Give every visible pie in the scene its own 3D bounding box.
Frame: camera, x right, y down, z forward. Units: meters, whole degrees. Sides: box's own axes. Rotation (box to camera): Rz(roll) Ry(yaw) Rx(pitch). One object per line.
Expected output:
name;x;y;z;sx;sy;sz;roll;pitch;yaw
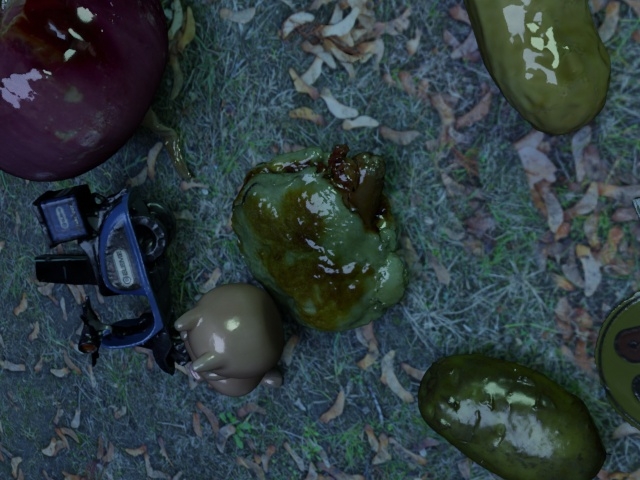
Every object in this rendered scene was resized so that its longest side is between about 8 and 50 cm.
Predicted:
pie;-0.007;0.004;0.986;0.257;0.105;0.274;-5;110;26

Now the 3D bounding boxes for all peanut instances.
peanut;0.224;-0.269;0.752;0.148;0.148;0.318;-19;90;34

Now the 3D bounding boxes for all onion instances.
onion;-0.366;-0.257;1.046;0.358;0.345;0.358;-2;86;29

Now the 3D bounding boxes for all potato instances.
potato;0.245;0.231;0.901;0.251;0.113;0.149;17;105;18

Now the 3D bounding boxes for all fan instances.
fan;0.425;0.105;0.810;0.230;0.011;0.334;-17;96;34

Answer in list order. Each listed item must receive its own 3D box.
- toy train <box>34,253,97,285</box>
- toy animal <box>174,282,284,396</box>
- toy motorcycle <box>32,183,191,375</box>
toy train;-0.422;0.054;1.300;0.252;0.048;0.055;1;100;26
toy animal;-0.130;0.147;1.053;0.250;0.154;0.166;113;138;-71
toy motorcycle;-0.329;0.075;1.173;0.213;0.125;0.358;-12;108;2
